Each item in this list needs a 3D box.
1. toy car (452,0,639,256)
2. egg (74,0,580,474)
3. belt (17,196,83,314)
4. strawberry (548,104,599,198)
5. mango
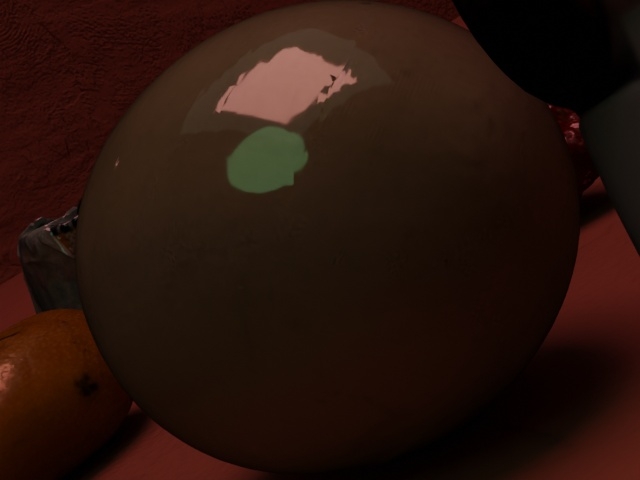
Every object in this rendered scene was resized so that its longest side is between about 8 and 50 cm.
[{"bbox_3d":[0.173,-0.040,0.334,0.180,0.270,0.212,-28,-11,35],"label":"toy car"},{"bbox_3d":[0.000,0.000,0.678,0.219,0.219,0.269,-34,8,-33],"label":"egg"},{"bbox_3d":[-0.148,0.009,1.308,0.257,0.150,0.207,-27,1,4],"label":"belt"},{"bbox_3d":[0.117,-0.058,0.963,0.131,0.131,0.148,-35,3,-34],"label":"strawberry"},{"bbox_3d":[-0.226,0.131,0.986,0.157,0.109,0.262,-18,15,31],"label":"mango"}]
